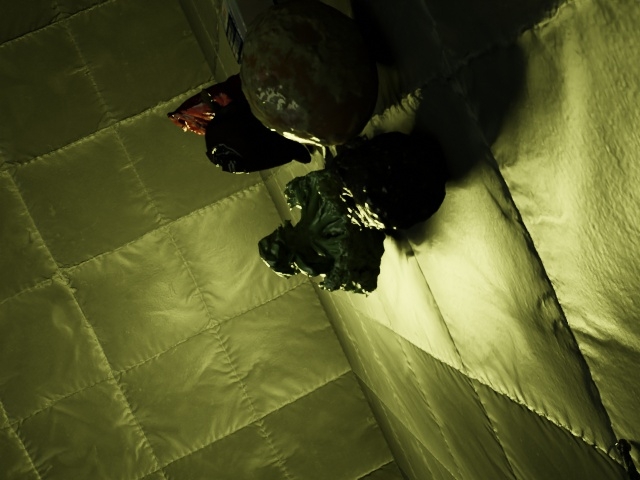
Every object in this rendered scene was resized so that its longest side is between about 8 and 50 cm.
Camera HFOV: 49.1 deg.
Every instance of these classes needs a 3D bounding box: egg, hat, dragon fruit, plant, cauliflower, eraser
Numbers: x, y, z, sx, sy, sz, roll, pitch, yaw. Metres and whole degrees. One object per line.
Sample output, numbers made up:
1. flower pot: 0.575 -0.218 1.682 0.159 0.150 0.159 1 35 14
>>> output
1. egg: -0.014 -0.234 0.992 0.233 0.195 0.195 53 169 17
2. hat: -0.143 -0.285 1.677 0.336 0.238 0.209 -26 -57 -62
3. dragon fruit: -0.243 -0.358 1.877 0.302 0.330 0.240 70 -168 -49
4. plant: 0.088 -0.087 0.997 0.142 0.131 0.203 63 174 -13
5. cauliflower: 0.000 0.000 1.429 0.275 0.250 0.272 -137 23 -81
6. eraser: -0.159 -0.482 1.530 0.130 0.086 0.287 66 172 -5

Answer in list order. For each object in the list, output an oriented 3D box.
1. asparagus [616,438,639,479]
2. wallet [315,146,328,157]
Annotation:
1. asparagus: 0.358 0.278 0.797 0.015 0.018 0.127 -47 -58 -55
2. wallet: -0.010 -0.249 1.538 0.082 0.018 0.157 59 171 27
